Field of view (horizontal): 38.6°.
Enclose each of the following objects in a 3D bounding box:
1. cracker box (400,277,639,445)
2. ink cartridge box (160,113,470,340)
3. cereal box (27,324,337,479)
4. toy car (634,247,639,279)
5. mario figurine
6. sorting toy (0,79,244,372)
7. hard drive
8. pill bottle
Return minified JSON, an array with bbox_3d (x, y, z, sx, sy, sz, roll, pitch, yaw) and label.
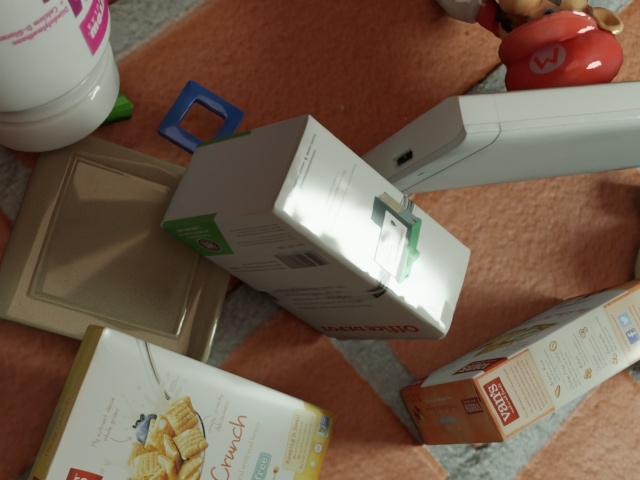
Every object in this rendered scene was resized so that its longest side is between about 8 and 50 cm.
[{"bbox_3d":[0.211,0.116,0.882,0.232,0.155,0.067,-25,86,-23],"label":"cracker box"},{"bbox_3d":[0.000,0.000,0.797,0.219,0.160,0.093,36,63,-34],"label":"ink cartridge box"},{"bbox_3d":[-0.113,0.190,0.769,0.240,0.047,0.173,25,76,-30],"label":"cereal box"},{"bbox_3d":[0.479,0.023,0.956,0.210,0.238,0.219,5,75,-18],"label":"toy car"},{"bbox_3d":[0.219,-0.272,0.929,0.170,0.198,0.321,7,52,-5],"label":"mario figurine"},{"bbox_3d":[-0.179,0.011,0.831,0.196,0.047,0.348,17,72,-11],"label":"sorting toy"},{"bbox_3d":[0.237,-0.101,0.901,0.353,0.233,0.047,-8,83,-21],"label":"hard drive"},{"bbox_3d":[-0.257,-0.202,0.708,0.160,0.283,0.160,-2,62,3],"label":"pill bottle"}]
